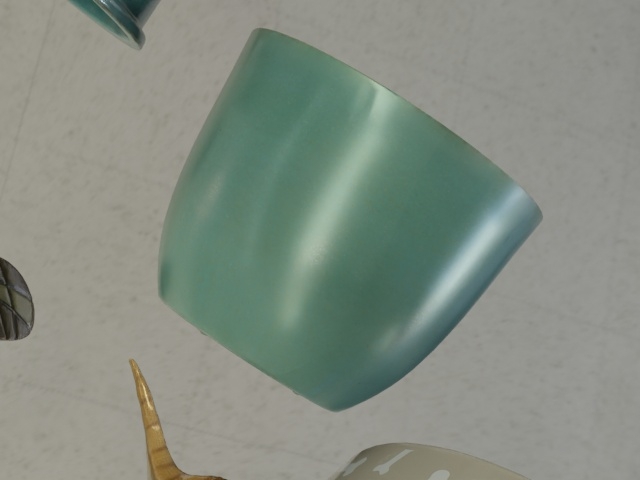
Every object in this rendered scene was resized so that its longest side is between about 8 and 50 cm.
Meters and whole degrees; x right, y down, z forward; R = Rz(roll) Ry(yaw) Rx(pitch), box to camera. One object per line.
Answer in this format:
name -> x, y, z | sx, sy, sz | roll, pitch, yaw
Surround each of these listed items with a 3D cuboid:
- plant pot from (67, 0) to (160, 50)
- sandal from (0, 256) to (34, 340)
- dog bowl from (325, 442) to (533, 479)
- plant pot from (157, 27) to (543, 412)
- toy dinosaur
plant pot -> -0.161, -0.380, 1.028 | 0.341, 0.341, 0.334 | 40, 89, -11
sandal -> -0.387, 0.055, 1.375 | 0.219, 0.060, 0.090 | 8, 76, -45
dog bowl -> 0.116, 0.264, 0.855 | 0.349, 0.349, 0.102 | 44, 61, -9
plant pot -> 0.000, 0.000, 1.150 | 0.293, 0.293, 0.235 | 34, 87, -13
toy dinosaur -> -0.064, 0.136, 0.663 | 0.064, 0.211, 0.112 | 32, 81, -24
